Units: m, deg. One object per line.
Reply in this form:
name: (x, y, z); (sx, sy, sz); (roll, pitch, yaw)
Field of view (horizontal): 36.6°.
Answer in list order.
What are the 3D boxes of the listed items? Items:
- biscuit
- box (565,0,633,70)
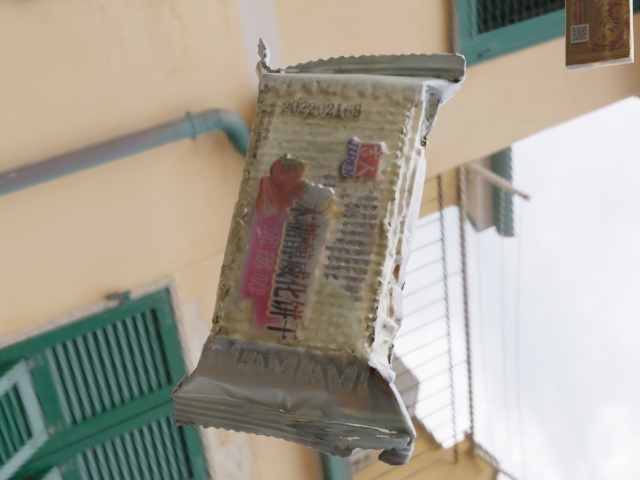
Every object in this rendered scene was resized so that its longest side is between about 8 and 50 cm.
biscuit: (0.004, 0.001, 0.727); (0.079, 0.186, 0.309); (50, 50, -65)
box: (0.369, -0.305, 1.284); (0.089, 0.022, 0.156); (-5, -104, 27)
